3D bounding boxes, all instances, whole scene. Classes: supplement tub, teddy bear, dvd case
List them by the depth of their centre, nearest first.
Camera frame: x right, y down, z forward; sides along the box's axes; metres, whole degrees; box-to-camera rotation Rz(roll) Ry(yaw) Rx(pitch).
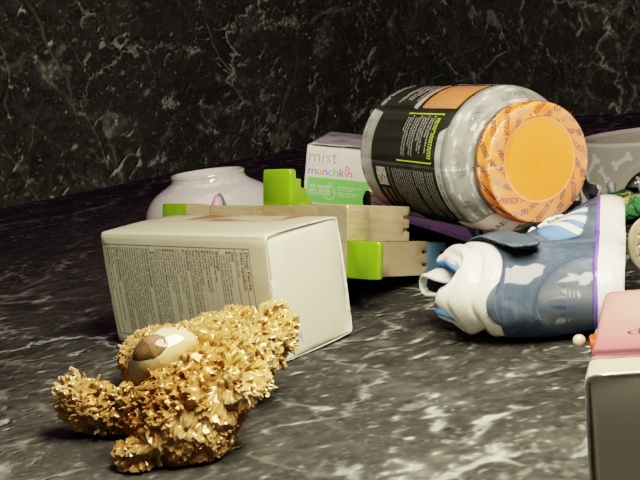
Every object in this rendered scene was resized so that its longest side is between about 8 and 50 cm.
[{"bbox_3d":[-0.135,0.118,1.158,0.245,0.113,0.338,-7,9,15],"label":"teddy bear"},{"bbox_3d":[0.203,-0.114,1.579,0.193,0.193,0.316,-11,12,-23],"label":"supplement tub"},{"bbox_3d":[0.156,-0.031,1.895,0.180,0.022,0.253,18,10,-2],"label":"dvd case"}]

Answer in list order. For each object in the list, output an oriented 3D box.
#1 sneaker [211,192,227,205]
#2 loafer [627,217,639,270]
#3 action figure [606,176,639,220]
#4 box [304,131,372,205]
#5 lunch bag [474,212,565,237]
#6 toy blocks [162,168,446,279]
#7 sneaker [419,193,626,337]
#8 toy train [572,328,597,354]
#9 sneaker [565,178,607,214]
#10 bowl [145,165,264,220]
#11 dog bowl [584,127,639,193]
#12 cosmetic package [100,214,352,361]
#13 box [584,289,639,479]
[{"bbox_3d":[-0.026,-0.025,1.862,0.319,0.131,0.112,-5,8,-3],"label":"sneaker"},{"bbox_3d":[0.479,0.022,1.337,0.268,0.102,0.092,9,-2,1],"label":"loafer"},{"bbox_3d":[0.500,-0.065,1.944,0.137,0.063,0.232,-16,8,-3],"label":"action figure"},{"bbox_3d":[0.119,-0.136,2.313,0.262,0.126,0.231,7,13,9],"label":"box"},{"bbox_3d":[0.286,-0.013,1.687,0.129,0.096,0.151,-6,19,7],"label":"lunch bag"},{"bbox_3d":[0.000,0.000,1.675,0.381,0.190,0.261,1,1,37],"label":"toy blocks"},{"bbox_3d":[0.239,0.024,1.386,0.236,0.130,0.323,0,16,13],"label":"sneaker"},{"bbox_3d":[0.305,0.113,1.081,0.125,0.046,0.166,-7,6,6],"label":"toy train"},{"bbox_3d":[0.339,-0.070,1.810,0.153,0.094,0.235,-16,-29,30],"label":"sneaker"},{"bbox_3d":[-0.210,-0.067,2.254,0.298,0.134,0.298,-7,9,1],"label":"bowl"},{"bbox_3d":[0.660,-0.162,2.298,0.349,0.102,0.349,-7,9,1],"label":"dog bowl"},{"bbox_3d":[-0.119,0.050,1.433,0.296,0.153,0.129,3,15,42],"label":"cosmetic package"},{"bbox_3d":[0.269,0.117,0.818,0.149,0.127,0.232,-3,10,17],"label":"box"}]
